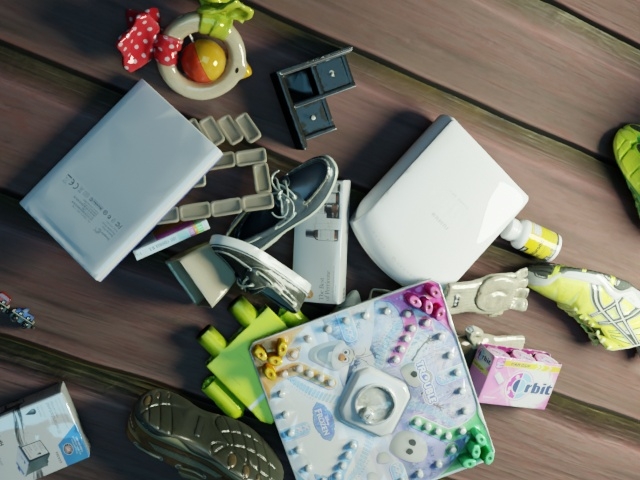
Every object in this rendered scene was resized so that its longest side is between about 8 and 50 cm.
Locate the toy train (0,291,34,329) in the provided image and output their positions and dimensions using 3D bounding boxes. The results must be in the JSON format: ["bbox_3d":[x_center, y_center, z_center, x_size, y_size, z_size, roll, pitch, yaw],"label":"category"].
[{"bbox_3d":[-0.589,0.112,1.631,0.158,0.027,0.036,38,76,-13],"label":"toy train"}]

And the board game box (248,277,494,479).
[{"bbox_3d":[0.106,0.317,1.713,0.390,0.050,0.390,-19,99,-2],"label":"board game box"}]

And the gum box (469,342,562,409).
[{"bbox_3d":[0.401,0.282,1.832,0.188,0.062,0.107,11,107,-26],"label":"gum box"}]

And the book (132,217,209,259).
[{"bbox_3d":[-0.281,-0.010,1.652,0.144,0.096,0.035,-24,104,-9],"label":"book"}]

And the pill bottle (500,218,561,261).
[{"bbox_3d":[0.434,-0.005,1.834,0.116,0.065,0.065,23,90,-14],"label":"pill bottle"}]

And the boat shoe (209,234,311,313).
[{"bbox_3d":[-0.116,0.063,1.634,0.219,0.078,0.070,32,70,-22],"label":"boat shoe"}]

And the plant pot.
[{"bbox_3d":[-0.213,0.054,1.675,0.096,0.109,0.109,-38,103,-20],"label":"plant pot"}]

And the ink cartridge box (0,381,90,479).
[{"bbox_3d":[-0.541,0.367,1.641,0.190,0.082,0.140,-22,100,-11],"label":"ink cartridge box"}]

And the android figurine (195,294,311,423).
[{"bbox_3d":[-0.108,0.243,1.740,0.248,0.056,0.273,-46,103,-5],"label":"android figurine"}]

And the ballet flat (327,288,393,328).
[{"bbox_3d":[0.098,0.136,1.775,0.221,0.077,0.079,-4,79,-17],"label":"ballet flat"}]

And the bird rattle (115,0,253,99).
[{"bbox_3d":[-0.234,-0.350,1.617,0.253,0.143,0.207,-29,118,-6],"label":"bird rattle"}]

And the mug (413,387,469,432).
[{"bbox_3d":[0.246,0.333,1.805,0.129,0.097,0.158,17,96,-9],"label":"mug"}]

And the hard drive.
[{"bbox_3d":[-0.362,-0.112,1.612,0.210,0.040,0.319,43,85,12],"label":"hard drive"}]

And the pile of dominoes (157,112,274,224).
[{"bbox_3d":[-0.220,-0.132,1.652,0.251,0.040,0.196,-8,77,0],"label":"pile of dominoes"}]

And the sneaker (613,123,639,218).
[{"bbox_3d":[0.690,-0.102,1.863,0.109,0.123,0.295,-23,82,-10],"label":"sneaker"}]

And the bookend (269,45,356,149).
[{"bbox_3d":[0.004,-0.273,1.703,0.156,0.072,0.157,-20,101,-10],"label":"bookend"}]

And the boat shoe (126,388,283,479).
[{"bbox_3d":[-0.226,0.402,1.708,0.324,0.122,0.120,33,125,-10],"label":"boat shoe"}]

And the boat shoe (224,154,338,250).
[{"bbox_3d":[-0.077,-0.070,1.662,0.254,0.079,0.095,-37,71,15],"label":"boat shoe"}]

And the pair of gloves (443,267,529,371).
[{"bbox_3d":[0.327,0.168,1.807,0.204,0.042,0.240,-8,122,-17],"label":"pair of gloves"}]

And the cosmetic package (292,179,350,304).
[{"bbox_3d":[0.000,0.000,1.719,0.099,0.060,0.239,3,95,17],"label":"cosmetic package"}]

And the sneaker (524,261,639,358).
[{"bbox_3d":[0.592,0.149,1.848,0.384,0.145,0.147,20,91,-13],"label":"sneaker"}]

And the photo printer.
[{"bbox_3d":[0.227,-0.055,1.759,0.256,0.107,0.307,44,85,-14],"label":"photo printer"}]
